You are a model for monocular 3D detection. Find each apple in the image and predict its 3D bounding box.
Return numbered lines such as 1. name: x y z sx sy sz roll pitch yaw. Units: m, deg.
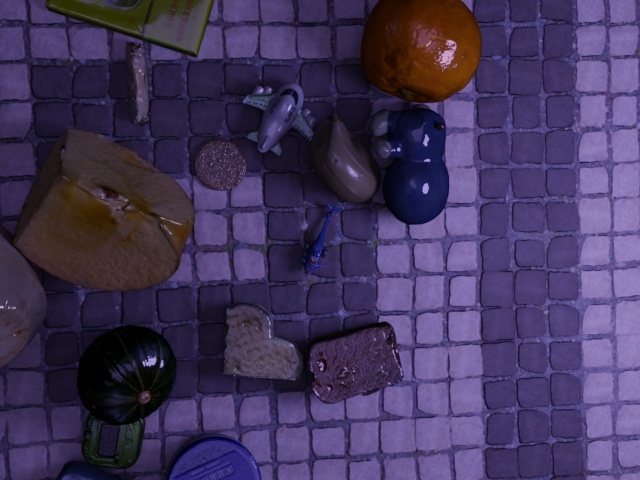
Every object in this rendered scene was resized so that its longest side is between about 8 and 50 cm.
1. apple: -0.430 -0.055 1.579 0.309 0.252 0.314 28 72 -31

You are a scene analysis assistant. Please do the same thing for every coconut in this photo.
1. coconut: -0.709 0.105 1.519 0.323 0.323 0.323 0 92 -8

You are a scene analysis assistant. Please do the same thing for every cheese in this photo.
1. cheese: 0.059 -0.164 1.691 0.091 0.175 0.202 -30 126 25

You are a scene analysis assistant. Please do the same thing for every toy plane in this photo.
1. toy plane: -0.092 -0.272 1.701 0.174 0.080 0.174 0 89 -9
2. toy plane: 0.000 0.000 1.732 0.054 0.062 0.167 22 78 -7

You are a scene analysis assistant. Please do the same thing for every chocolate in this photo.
1. chocolate: 0.072 0.273 1.730 0.214 0.093 0.148 -13 92 -8

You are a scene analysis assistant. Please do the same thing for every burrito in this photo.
1. burrito: -0.402 -0.344 1.679 0.045 0.041 0.186 -4 92 -49

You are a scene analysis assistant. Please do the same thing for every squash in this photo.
1. squash: -0.409 0.283 1.620 0.172 0.218 0.218 31 87 28

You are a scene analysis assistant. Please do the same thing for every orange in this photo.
1. orange: 0.217 -0.420 1.649 0.261 0.261 0.261 0 92 -8

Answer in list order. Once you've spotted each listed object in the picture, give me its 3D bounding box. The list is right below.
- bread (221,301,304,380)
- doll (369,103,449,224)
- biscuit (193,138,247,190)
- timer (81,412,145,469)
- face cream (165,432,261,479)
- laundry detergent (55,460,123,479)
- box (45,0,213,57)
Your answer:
1. bread: -0.148 0.248 1.715 0.172 0.064 0.232 -45 95 -4
2. doll: 0.211 -0.167 1.703 0.228 0.154 0.258 -15 112 -44
3. biscuit: -0.223 -0.169 1.718 0.120 0.015 0.120 0 92 -7
4. timer: -0.456 0.431 1.687 0.128 0.047 0.140 10 90 -7
5. face cream: -0.236 0.529 1.679 0.206 0.111 0.206 1 85 -12
6. laundry detergent: -0.445 0.591 1.669 0.289 0.094 0.143 22 87 -7
7. box: -0.405 -0.539 1.668 0.335 0.047 0.187 16 90 -8
